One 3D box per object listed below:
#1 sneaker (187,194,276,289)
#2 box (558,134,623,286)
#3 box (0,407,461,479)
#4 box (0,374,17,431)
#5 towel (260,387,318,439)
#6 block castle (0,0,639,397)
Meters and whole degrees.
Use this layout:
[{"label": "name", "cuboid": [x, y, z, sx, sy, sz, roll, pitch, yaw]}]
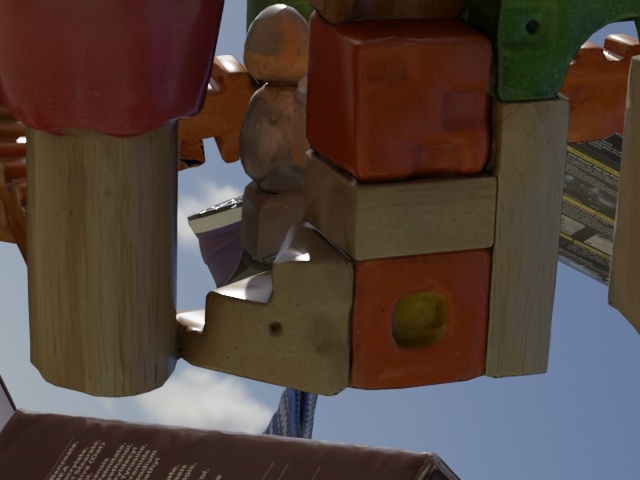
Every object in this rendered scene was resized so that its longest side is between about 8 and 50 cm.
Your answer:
[{"label": "sneaker", "cuboid": [0.000, 0.000, 1.956, 0.283, 0.107, 0.124, -13, -83, 43]}, {"label": "box", "cuboid": [0.222, -0.084, 1.928, 0.395, 0.097, 0.318, 27, -15, -5]}, {"label": "box", "cuboid": [-0.037, 0.201, 1.012, 0.381, 0.143, 0.191, -2, -41, 51]}, {"label": "box", "cuboid": [-0.353, 0.043, 1.274, 0.231, 0.127, 0.262, 0, -59, 41]}, {"label": "towel", "cuboid": [-0.087, 0.305, 1.818, 0.336, 0.040, 0.243, 121, -17, -46]}, {"label": "block castle", "cuboid": [0.059, -0.101, 0.827, 0.303, 0.453, 0.213, -135, -136, -61]}]
